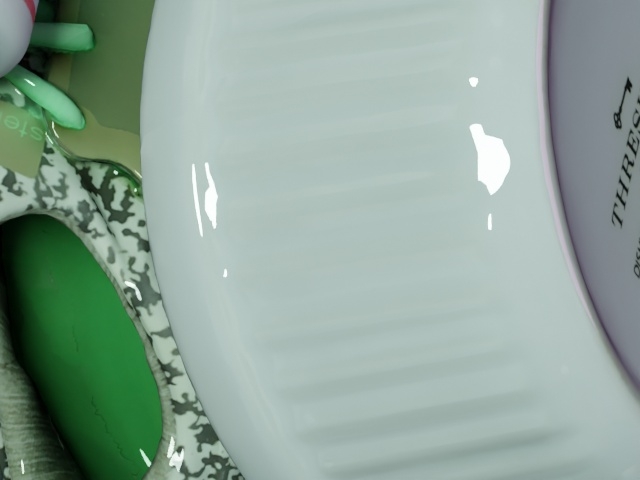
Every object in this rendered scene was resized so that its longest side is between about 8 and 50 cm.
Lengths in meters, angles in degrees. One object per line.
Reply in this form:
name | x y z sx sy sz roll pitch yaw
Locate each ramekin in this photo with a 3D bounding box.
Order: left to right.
ramekin | 0.075 -0.021 0.616 0.273 0.127 0.272 14 72 -51

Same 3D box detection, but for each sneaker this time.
sneaker | -0.084 -0.052 0.616 0.182 0.158 0.410 -19 91 -63

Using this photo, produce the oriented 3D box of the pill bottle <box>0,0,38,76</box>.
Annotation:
pill bottle | -0.114 -0.131 0.538 0.087 0.087 0.160 56 39 -64
